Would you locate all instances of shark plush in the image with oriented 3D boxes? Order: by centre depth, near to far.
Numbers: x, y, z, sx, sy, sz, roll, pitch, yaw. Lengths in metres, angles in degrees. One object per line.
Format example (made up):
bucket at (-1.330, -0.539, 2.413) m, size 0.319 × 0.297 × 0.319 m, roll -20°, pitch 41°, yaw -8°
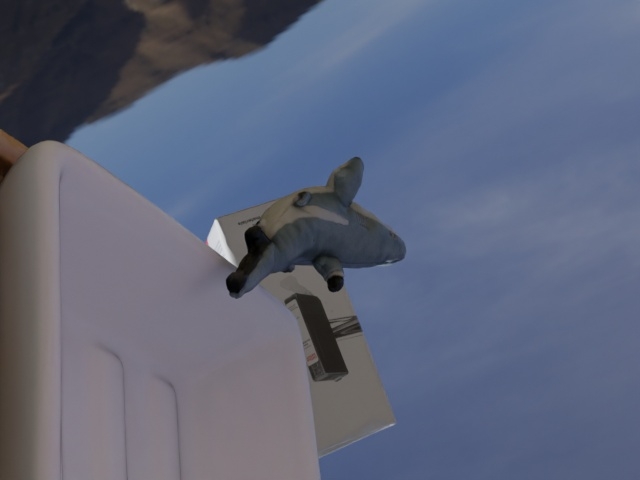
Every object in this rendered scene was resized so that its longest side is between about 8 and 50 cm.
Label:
shark plush at (0.000, 0.000, 0.679) m, size 0.073 × 0.067 × 0.161 m, roll -40°, pitch 172°, yaw 20°

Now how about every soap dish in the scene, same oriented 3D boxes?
soap dish at (-0.107, 0.100, 0.599) m, size 0.118 × 0.291 × 0.228 m, roll -18°, pitch -120°, yaw 20°

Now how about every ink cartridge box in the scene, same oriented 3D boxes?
ink cartridge box at (-0.032, 0.105, 1.283) m, size 0.114 × 0.272 × 0.197 m, roll -18°, pitch 172°, yaw -14°
